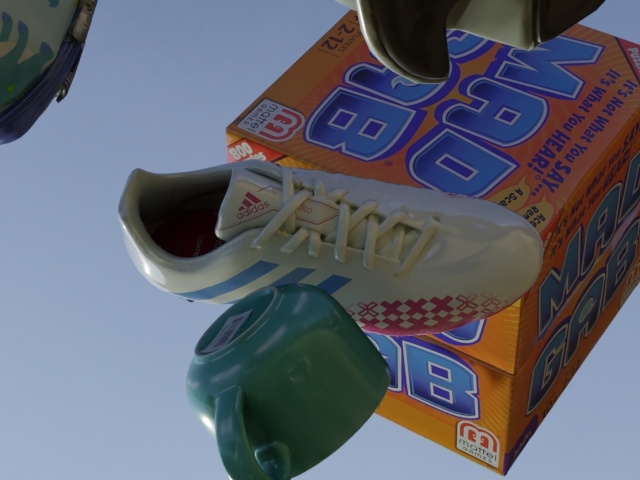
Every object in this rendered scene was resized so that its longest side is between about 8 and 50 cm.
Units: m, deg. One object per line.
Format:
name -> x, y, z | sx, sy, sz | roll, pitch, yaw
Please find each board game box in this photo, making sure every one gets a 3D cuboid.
board game box -> 0.148, -0.032, 1.698 | 0.356, 0.356, 0.356 | -48, -30, -36

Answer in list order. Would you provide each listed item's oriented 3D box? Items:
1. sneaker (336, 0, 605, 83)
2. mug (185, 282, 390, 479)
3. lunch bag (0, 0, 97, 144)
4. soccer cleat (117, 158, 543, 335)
sneaker -> 0.093, -0.171, 0.424 | 0.330, 0.146, 0.122 | -28, -43, -27
mug -> -0.028, 0.094, 1.035 | 0.129, 0.158, 0.097 | -39, -75, -2
lunch bag -> -0.210, -0.122, 0.773 | 0.219, 0.176, 0.090 | -14, -41, 31
soccer cleat -> 0.000, 0.000, 1.147 | 0.331, 0.116, 0.143 | 1, -26, 14
